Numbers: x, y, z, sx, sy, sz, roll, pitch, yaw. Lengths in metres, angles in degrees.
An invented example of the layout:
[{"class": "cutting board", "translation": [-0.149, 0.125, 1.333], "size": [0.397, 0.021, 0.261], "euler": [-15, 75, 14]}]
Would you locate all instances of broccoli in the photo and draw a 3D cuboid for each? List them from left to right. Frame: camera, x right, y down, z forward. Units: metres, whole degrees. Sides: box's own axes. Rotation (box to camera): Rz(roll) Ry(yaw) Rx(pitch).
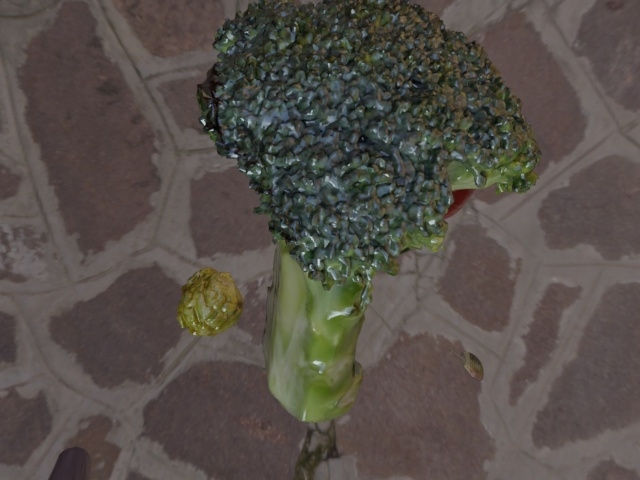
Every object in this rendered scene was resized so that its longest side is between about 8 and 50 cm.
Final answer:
[{"class": "broccoli", "translation": [0.017, 0.009, 0.557], "size": [0.221, 0.252, 0.361], "euler": [-23, 120, -32]}]

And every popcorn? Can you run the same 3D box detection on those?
[{"class": "popcorn", "translation": [-0.178, 0.098, 1.185], "size": [0.116, 0.121, 0.106], "euler": [-22, 86, 35]}]

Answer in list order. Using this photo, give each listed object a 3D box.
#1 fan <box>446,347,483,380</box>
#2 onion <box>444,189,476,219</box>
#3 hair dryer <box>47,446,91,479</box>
[{"class": "fan", "translation": [0.258, 0.209, 1.312], "size": [0.080, 0.060, 0.003], "euler": [48, 121, 10]}, {"class": "onion", "translation": [0.126, -0.143, 1.005], "size": [0.161, 0.248, 0.248], "euler": [-14, 95, -26]}, {"class": "hair dryer", "translation": [-0.315, 0.494, 1.250], "size": [0.361, 0.301, 0.121], "euler": [23, 104, -15]}]
